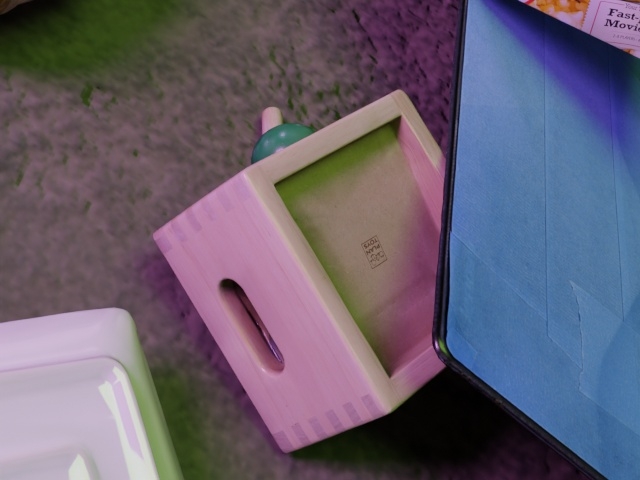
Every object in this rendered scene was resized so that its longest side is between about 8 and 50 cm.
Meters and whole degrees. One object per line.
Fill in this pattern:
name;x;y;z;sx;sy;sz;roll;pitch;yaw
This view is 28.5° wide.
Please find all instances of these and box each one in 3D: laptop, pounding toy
laptop;0.285;-0.015;0.632;0.408;0.236;0.382;-3;43;13
pounding toy;0.000;0.000;0.561;0.130;0.100;0.141;-32;91;-44

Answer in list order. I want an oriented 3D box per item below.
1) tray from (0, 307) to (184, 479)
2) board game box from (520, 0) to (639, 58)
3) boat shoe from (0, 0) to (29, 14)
tray;-0.080;0.149;0.405;0.145;0.030;0.270;-6;69;-39
board game box;0.153;-0.167;0.677;0.194;0.045;0.146;26;43;2
boat shoe;-0.223;-0.245;0.562;0.341;0.122;0.110;55;40;-3
